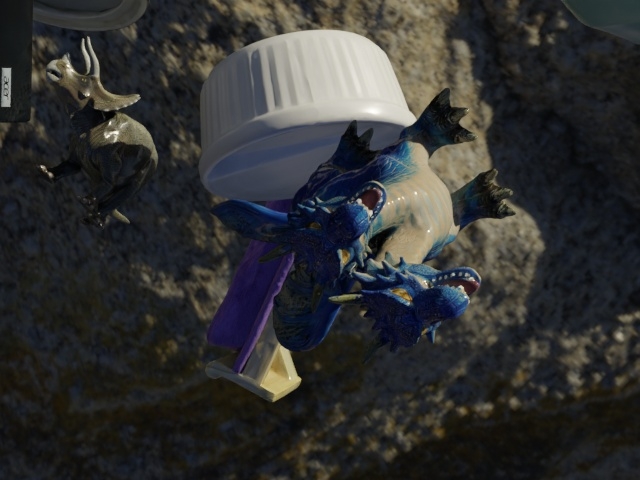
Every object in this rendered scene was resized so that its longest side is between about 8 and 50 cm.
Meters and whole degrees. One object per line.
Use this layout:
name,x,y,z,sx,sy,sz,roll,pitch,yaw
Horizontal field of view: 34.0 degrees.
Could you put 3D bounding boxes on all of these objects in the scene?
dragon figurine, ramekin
dragon figurine,0.000,0.000,0.542,0.144,0.289,0.085,-33,101,-27
ramekin,-0.022,-0.149,1.257,0.272,0.273,0.127,-7,76,-21

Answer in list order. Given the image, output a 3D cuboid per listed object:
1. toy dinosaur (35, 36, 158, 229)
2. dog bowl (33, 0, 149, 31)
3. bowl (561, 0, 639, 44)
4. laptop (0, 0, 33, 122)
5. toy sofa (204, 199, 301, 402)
toy dinosaur,-0.265,-0.100,1.360,0.160,0.121,0.313,-52,151,-15
dog bowl,-0.433,-0.492,1.585,0.408,0.408,0.150,27,69,-32
bowl,0.230,-0.216,0.574,0.311,0.311,0.163,-26,101,-10
laptop,-0.373,-0.213,0.806,0.264,0.136,0.234,5,100,6
toy sofa,-0.059,0.047,1.594,0.177,0.150,0.363,26,98,11
